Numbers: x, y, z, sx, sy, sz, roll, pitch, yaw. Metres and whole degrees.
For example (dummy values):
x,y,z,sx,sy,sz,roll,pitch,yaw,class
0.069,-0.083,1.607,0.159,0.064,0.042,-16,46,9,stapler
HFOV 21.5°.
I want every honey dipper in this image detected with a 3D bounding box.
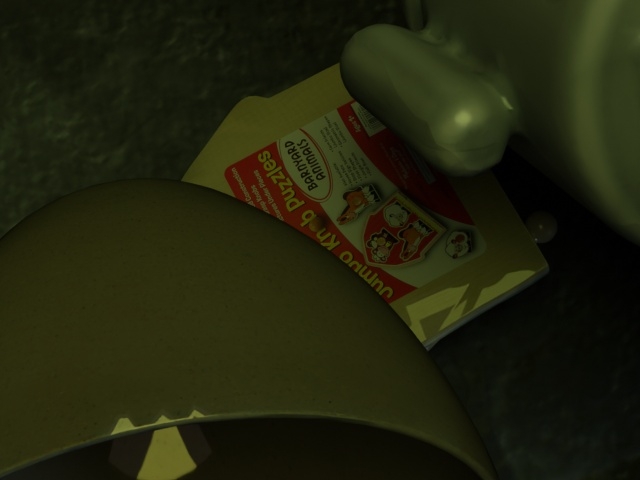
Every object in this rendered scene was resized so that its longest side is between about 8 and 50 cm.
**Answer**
x,y,z,sx,sy,sz,roll,pitch,yaw,class
0.070,0.038,0.893,0.030,0.030,0.161,42,73,14,honey dipper

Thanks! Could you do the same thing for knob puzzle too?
x,y,z,sx,sy,sz,roll,pitch,yaw,class
0.000,0.000,0.905,0.213,0.030,0.213,-6,64,11,knob puzzle

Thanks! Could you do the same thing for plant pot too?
x,y,z,sx,sy,sz,roll,pitch,yaw,class
-0.074,0.085,0.764,0.284,0.284,0.191,-11,51,-4,plant pot

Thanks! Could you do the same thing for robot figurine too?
x,y,z,sx,sy,sz,roll,pitch,yaw,class
0.162,-0.118,0.817,0.300,0.199,0.353,-21,28,-12,robot figurine
